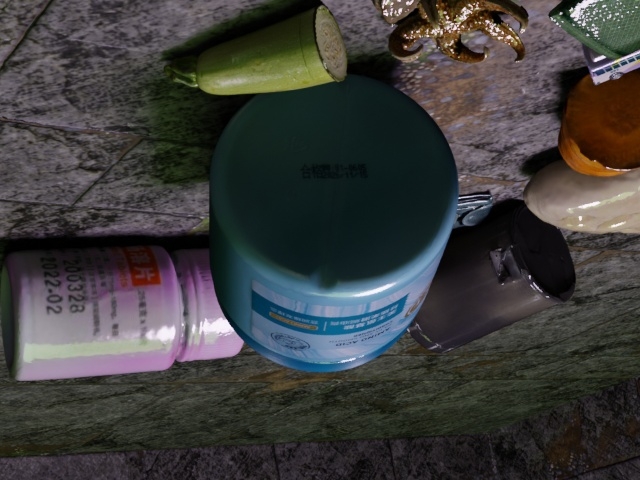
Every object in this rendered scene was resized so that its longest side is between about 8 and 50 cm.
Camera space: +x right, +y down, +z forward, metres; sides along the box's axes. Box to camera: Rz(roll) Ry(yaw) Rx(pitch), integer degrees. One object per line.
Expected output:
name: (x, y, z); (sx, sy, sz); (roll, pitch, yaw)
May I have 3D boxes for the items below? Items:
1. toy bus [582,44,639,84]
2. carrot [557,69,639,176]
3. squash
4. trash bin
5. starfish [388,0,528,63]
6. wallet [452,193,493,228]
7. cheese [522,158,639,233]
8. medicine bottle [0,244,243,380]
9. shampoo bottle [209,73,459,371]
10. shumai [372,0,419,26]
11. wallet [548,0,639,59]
toy bus: (0.409, -0.256, 1.612); (0.102, 0.052, 0.058); (-21, 156, 21)
carrot: (0.416, -0.154, 1.774); (0.159, 0.159, 0.225); (-9, 169, -5)
squash: (-0.087, -0.220, 1.438); (0.224, 0.094, 0.094); (-8, 162, 17)
trash bin: (0.314, 0.072, 2.258); (0.301, 0.203, 0.252); (-29, 171, 40)
starfish: (0.183, -0.260, 1.451); (0.189, 0.074, 0.146); (1, 159, -29)
wallet: (0.265, -0.049, 2.150); (0.088, 0.026, 0.129); (-9, 161, -4)
cheese: (0.512, -0.076, 2.050); (0.328, 0.130, 0.351); (-13, 159, 2)
medicine bottle: (-0.335, 0.117, 2.013); (0.388, 0.219, 0.219); (-2, 159, -20)
shampoo bottle: (0.009, -0.020, 1.654); (0.331, 0.331, 0.343); (-8, 159, -7)
shumai: (0.063, -0.302, 1.224); (0.116, 0.146, 0.145); (19, 150, -21)
wallet: (0.416, -0.315, 1.454); (0.236, 0.055, 0.160); (-33, 148, 34)
